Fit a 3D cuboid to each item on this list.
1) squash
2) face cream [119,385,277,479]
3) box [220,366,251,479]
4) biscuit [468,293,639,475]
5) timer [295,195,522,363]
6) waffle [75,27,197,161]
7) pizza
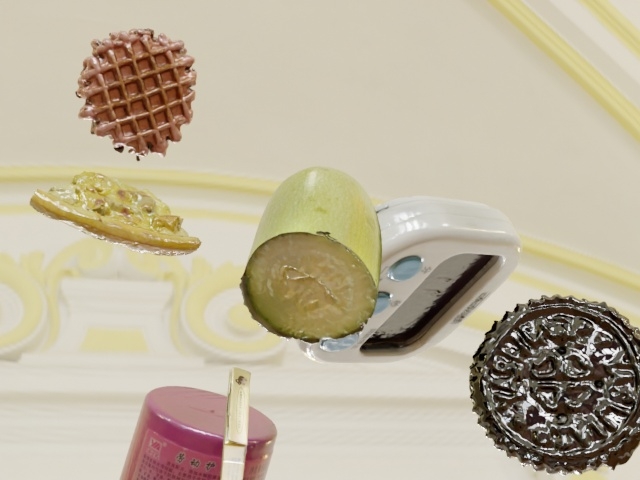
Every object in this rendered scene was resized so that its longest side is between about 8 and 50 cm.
[{"bbox_3d":[0.000,0.000,0.955,0.123,0.186,0.123,3,-61,6],"label":"squash"},{"bbox_3d":[-0.161,0.302,1.336,0.175,0.175,0.194,15,-83,-18],"label":"face cream"},{"bbox_3d":[-0.073,0.177,0.905,0.020,0.073,0.149,5,-40,-4],"label":"box"},{"bbox_3d":[0.241,0.142,1.063,0.195,0.194,0.053,-16,-27,3],"label":"biscuit"},{"bbox_3d":[0.096,0.049,1.258,0.237,0.087,0.262,3,-41,-41],"label":"timer"},{"bbox_3d":[-0.116,-0.094,0.678,0.075,0.029,0.083,18,-90,-20],"label":"waffle"},{"bbox_3d":[-0.187,-0.030,0.989,0.160,0.099,0.035,21,-62,-22],"label":"pizza"}]
